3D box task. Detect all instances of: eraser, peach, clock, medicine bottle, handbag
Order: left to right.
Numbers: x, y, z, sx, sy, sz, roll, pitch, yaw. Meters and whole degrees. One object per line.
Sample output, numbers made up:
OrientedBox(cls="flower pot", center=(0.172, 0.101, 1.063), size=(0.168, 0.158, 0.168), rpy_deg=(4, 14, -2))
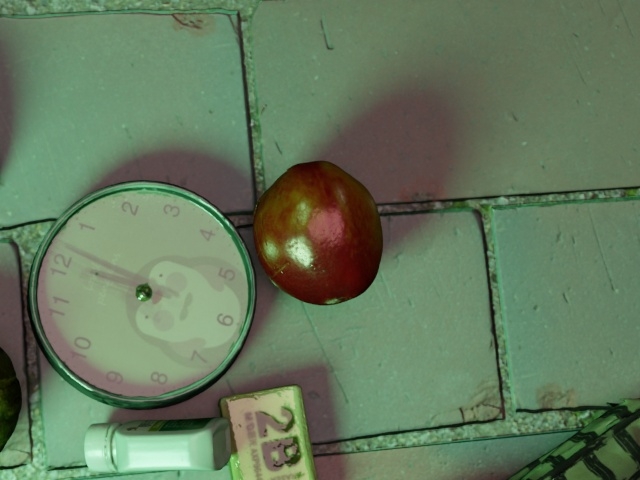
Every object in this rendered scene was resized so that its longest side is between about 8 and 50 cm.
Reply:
OrientedBox(cls="clock", center=(-0.244, 0.072, 1.887), size=(0.318, 0.066, 0.319), rpy_deg=(1, 81, -9))
OrientedBox(cls="medicine bottle", center=(-0.216, 0.273, 1.825), size=(0.183, 0.119, 0.069), rpy_deg=(-5, 92, 13))
OrientedBox(cls="eraser", center=(-0.069, 0.290, 1.884), size=(0.117, 0.058, 0.172), rpy_deg=(-9, 83, -11))
OrientedBox(cls="peach", center=(0.000, 0.000, 1.881), size=(0.197, 0.197, 0.197), rpy_deg=(2, 81, -10))
OrientedBox(cls="handbag", center=(0.413, 0.417, 1.897), size=(0.327, 0.162, 0.325), rpy_deg=(-32, 89, -19))

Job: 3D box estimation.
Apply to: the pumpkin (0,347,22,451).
OrientedBox(cls="pumpkin", center=(-0.497, 0.208, 1.774), size=(0.223, 0.157, 0.224), rpy_deg=(0, 94, 0))
